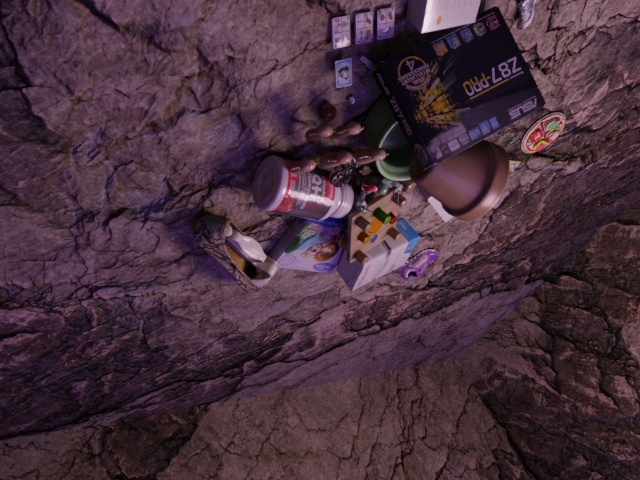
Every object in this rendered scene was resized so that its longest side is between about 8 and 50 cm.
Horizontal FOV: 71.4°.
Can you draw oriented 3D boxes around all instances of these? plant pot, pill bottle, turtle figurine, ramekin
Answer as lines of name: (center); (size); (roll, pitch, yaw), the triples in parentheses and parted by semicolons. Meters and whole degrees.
plant pot: (0.412, -0.220, 1.400); (0.229, 0.263, 0.263); (19, 128, -21)
pill bottle: (-0.049, -0.161, 1.474); (0.318, 0.176, 0.176); (9, 132, -38)
turtle figurine: (0.196, -0.188, 1.538); (0.175, 0.234, 0.118); (-14, 123, -3)
ramekin: (0.288, -0.357, 1.455); (0.303, 0.148, 0.304); (-16, 143, -13)

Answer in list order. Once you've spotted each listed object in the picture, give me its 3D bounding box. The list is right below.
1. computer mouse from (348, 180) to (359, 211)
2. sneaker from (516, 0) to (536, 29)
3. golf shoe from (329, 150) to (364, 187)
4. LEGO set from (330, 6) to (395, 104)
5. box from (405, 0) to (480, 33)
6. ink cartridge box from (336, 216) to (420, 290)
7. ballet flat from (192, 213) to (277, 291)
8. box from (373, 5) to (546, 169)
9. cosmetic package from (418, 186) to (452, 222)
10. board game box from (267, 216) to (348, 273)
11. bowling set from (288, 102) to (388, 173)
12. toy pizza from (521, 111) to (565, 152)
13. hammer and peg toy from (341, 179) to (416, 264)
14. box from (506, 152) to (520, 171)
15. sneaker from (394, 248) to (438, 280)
computer mouse: (0.117, -0.153, 1.699); (0.106, 0.042, 0.193); (-39, 142, 16)
sneaker: (0.602, -0.695, 1.315); (0.057, 0.052, 0.135); (-4, 133, -12)
golf shoe: (0.067, -0.238, 1.462); (0.198, 0.093, 0.077); (-40, 157, -48)
LEGO set: (0.116, -0.515, 1.255); (0.182, 0.060, 0.244); (-17, 132, -12)
box: (0.327, -0.640, 1.170); (0.170, 0.091, 0.130); (-17, 144, -13)
ink cartridge box: (0.242, 0.059, 1.903); (0.307, 0.129, 0.223); (-23, 153, -27)
ballet flat: (-0.265, 0.068, 1.618); (0.181, 0.164, 0.483); (3, 151, 26)
box: (0.393, -0.428, 1.263); (0.394, 0.319, 0.097); (-28, -176, -10)
cosmetic package: (0.524, -0.225, 1.775); (0.224, 0.138, 0.224); (-35, 143, 15)
board game box: (0.000, 0.000, 1.800); (0.318, 0.066, 0.318); (10, 132, -40)
bowling set: (0.035, -0.304, 1.298); (0.286, 0.154, 0.200); (-16, 102, -22)
toy pizza: (0.926, -0.437, 1.842); (0.201, 0.032, 0.201); (-16, 143, -13)
hammer and peg toy: (0.241, -0.081, 1.692); (0.361, 0.127, 0.266); (-33, 145, -25)
box: (0.750, -0.328, 1.855); (0.168, 0.054, 0.059); (-1, 137, -30)
sneaker: (0.491, 0.129, 2.231); (0.236, 0.105, 0.095); (-25, 143, -3)
